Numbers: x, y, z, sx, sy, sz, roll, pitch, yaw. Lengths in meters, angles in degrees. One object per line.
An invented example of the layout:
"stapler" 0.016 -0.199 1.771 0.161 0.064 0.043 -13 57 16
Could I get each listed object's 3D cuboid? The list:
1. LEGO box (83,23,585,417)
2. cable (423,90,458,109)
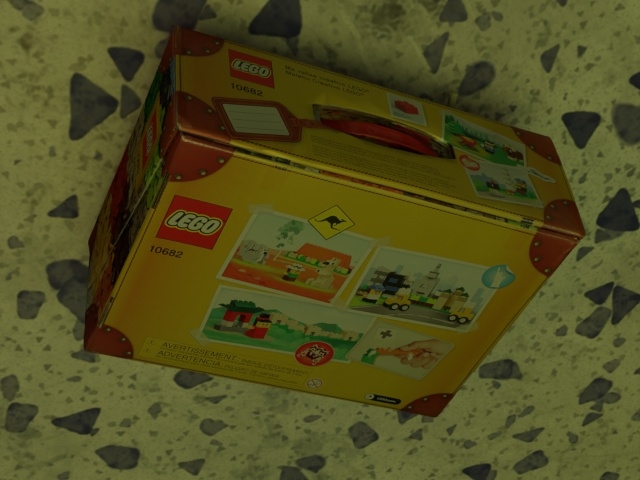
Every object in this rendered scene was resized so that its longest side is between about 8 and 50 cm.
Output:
"LEGO box" 0.000 0.000 1.377 0.500 0.193 0.372 14 131 -21
"cable" 0.123 -0.065 1.487 0.139 0.072 0.287 -14 124 -6
